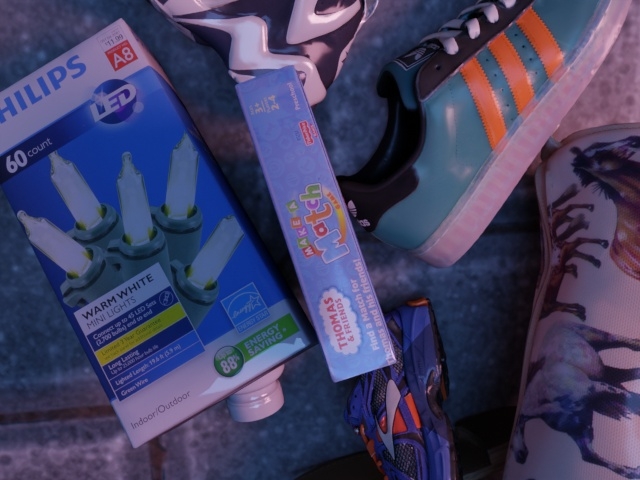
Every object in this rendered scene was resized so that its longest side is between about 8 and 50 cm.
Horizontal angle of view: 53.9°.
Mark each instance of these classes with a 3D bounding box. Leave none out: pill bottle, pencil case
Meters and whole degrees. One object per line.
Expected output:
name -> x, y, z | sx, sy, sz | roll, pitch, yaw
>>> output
pill bottle -> -0.066, 0.086, 0.520 | 0.065, 0.065, 0.116 | -14, 101, -3
pencil case -> 0.216, 0.120, 0.463 | 0.184, 0.160, 0.410 | 10, 85, 4

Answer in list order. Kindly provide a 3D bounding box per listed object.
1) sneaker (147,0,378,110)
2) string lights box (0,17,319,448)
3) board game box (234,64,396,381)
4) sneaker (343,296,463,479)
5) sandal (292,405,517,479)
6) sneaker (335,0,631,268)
sneaker -> -0.056, -0.213, 0.450 | 0.235, 0.094, 0.153 | 42, 93, -11
string lights box -> -0.123, -0.007, 0.448 | 0.133, 0.077, 0.259 | -31, 81, 1
board game box -> 0.000, 0.000, 0.415 | 0.039, 0.211, 0.160 | -19, 84, -1
sneaker -> 0.063, 0.153, 0.499 | 0.087, 0.221, 0.083 | -11, 140, 13
sandal -> 0.090, 0.225, 0.552 | 0.240, 0.088, 0.079 | -17, 100, -8
sneaker -> 0.119, -0.130, 0.475 | 0.121, 0.108, 0.302 | 27, 99, -14
